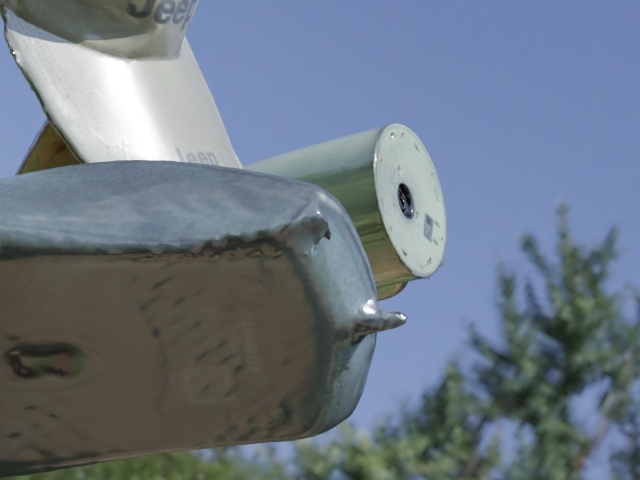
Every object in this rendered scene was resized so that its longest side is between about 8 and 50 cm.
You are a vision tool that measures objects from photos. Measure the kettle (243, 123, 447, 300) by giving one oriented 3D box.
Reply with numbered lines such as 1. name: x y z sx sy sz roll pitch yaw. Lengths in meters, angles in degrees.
1. kettle: 0.000 0.000 2.130 0.255 0.165 0.240 -15 -40 25

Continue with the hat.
1. hat: -0.111 -0.157 1.444 0.244 0.214 0.149 50 -61 14

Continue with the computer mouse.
1. computer mouse: -0.133 0.039 1.190 0.371 0.122 0.188 -3 -53 4

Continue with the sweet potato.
1. sweet potato: -0.270 -0.069 2.142 0.112 0.112 0.359 35 -46 -7
